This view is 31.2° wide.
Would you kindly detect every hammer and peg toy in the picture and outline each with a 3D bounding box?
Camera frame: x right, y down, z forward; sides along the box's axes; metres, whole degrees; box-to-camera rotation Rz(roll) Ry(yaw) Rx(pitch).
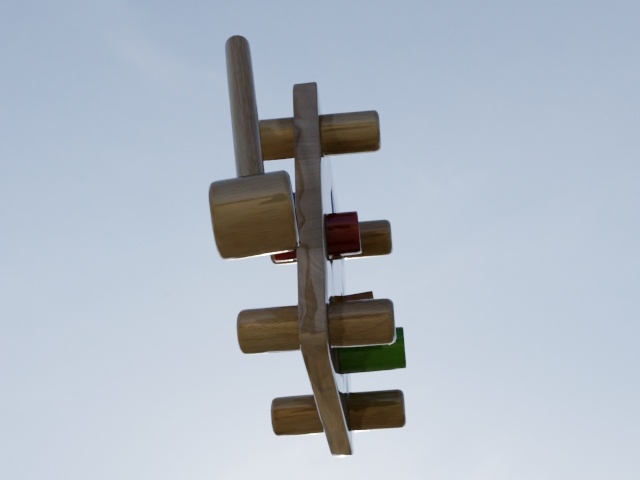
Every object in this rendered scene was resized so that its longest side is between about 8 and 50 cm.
[{"bbox_3d":[0.000,0.000,0.972,0.127,0.266,0.361,-5,-31,4],"label":"hammer and peg toy"}]
